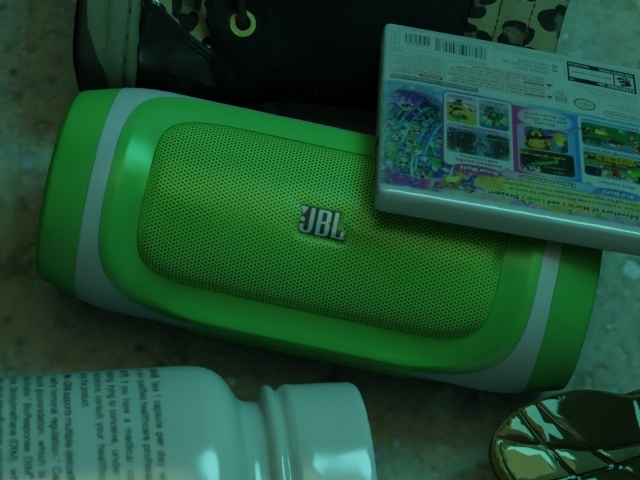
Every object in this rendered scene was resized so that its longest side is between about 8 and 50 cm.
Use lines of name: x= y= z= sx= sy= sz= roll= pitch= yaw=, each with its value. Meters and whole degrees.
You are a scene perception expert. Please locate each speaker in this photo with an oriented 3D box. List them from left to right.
speaker: x=0.000 y=0.000 z=1.060 sx=0.296 sy=0.131 sz=0.131 roll=12 pitch=62 yaw=1

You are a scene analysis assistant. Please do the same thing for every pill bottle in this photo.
pill bottle: x=-0.119 y=0.144 z=0.953 sx=0.283 sy=0.160 sz=0.160 roll=-3 pitch=63 yaw=-7

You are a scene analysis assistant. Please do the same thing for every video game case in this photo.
video game case: x=0.108 y=-0.056 z=1.035 sx=0.157 sy=0.019 sz=0.143 roll=10 pitch=43 yaw=-6

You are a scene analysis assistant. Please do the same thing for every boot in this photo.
boot: x=0.020 y=-0.243 z=1.128 sx=0.284 sy=0.138 sz=0.377 roll=12 pitch=91 yaw=-3

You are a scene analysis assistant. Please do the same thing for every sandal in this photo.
sandal: x=0.171 y=0.113 z=1.066 sx=0.180 sy=0.049 sz=0.072 roll=-15 pitch=70 yaw=-29
